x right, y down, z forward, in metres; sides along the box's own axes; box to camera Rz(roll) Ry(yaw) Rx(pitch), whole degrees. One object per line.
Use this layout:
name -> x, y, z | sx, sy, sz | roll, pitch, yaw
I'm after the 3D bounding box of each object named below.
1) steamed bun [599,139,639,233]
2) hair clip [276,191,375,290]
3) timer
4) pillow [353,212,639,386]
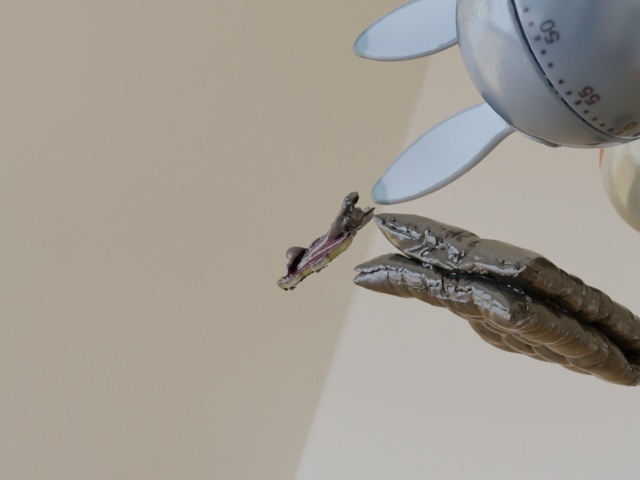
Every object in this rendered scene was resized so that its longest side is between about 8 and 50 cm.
steamed bun -> 0.406, -0.117, 1.728 | 0.145, 0.232, 0.232 | 21, 8, 25
hair clip -> 0.006, 0.005, 2.110 | 0.056, 0.187, 0.146 | 42, 30, -6
timer -> 0.141, -0.117, 0.917 | 0.175, 0.175, 0.255 | 15, -24, -16
pillow -> 0.217, 0.070, 1.644 | 0.228, 0.101, 0.326 | 19, -4, 43
